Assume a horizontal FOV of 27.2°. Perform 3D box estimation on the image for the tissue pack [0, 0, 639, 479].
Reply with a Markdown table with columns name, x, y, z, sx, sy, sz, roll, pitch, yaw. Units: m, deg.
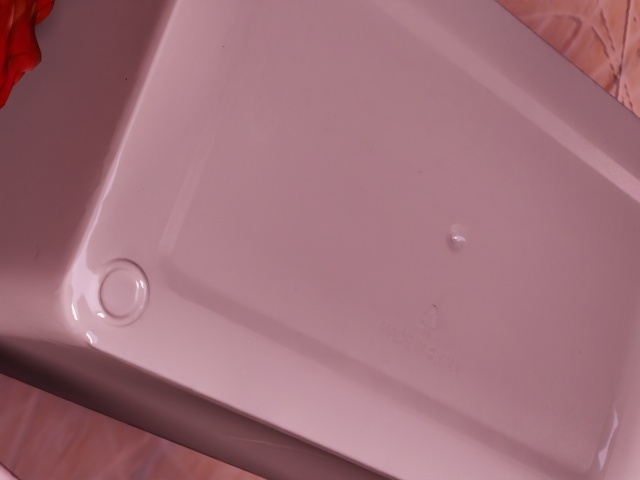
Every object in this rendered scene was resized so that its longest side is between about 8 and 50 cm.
| name | x | y | z | sx | sy | sz | roll | pitch | yaw |
| --- | --- | --- | --- | --- | --- | --- | --- | --- | --- |
| tissue pack | 0.001 | -0.001 | 0.452 | 0.246 | 0.136 | 0.159 | 31 | 72 | -37 |

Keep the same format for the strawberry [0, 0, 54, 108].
| name | x | y | z | sx | sy | sz | roll | pitch | yaw |
| --- | --- | --- | --- | --- | --- | --- | --- | --- | --- |
| strawberry | -0.154 | -0.069 | 0.305 | 0.244 | 0.205 | 0.205 | -45 | 120 | -50 |

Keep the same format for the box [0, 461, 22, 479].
| name | x | y | z | sx | sy | sz | roll | pitch | yaw |
| --- | --- | --- | --- | --- | --- | --- | --- | --- | --- |
| box | -0.115 | 0.188 | 0.371 | 0.274 | 0.116 | 0.203 | 49 | 62 | -30 |
